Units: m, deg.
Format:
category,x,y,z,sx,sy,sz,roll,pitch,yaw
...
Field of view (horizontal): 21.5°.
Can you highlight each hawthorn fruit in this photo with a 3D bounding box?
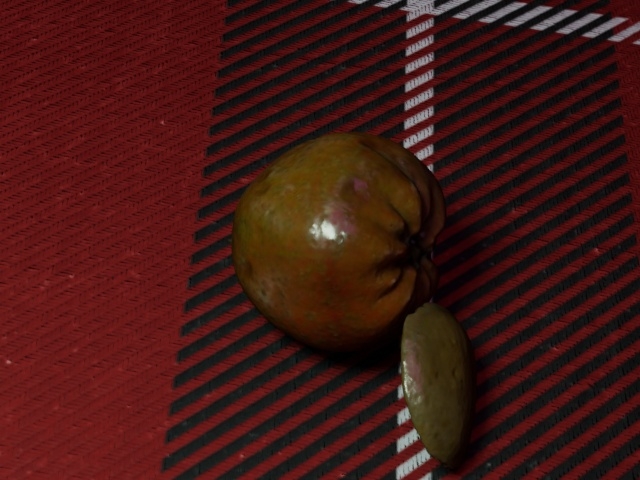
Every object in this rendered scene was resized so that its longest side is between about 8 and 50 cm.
category,x,y,z,sx,sy,sz,roll,pitch,yaw
hawthorn fruit,0.000,0.000,2.106,0.298,0.277,0.277,4,39,33

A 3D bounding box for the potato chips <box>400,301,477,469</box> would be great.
category,x,y,z,sx,sy,sz,roll,pitch,yaw
potato chips,0.153,0.170,2.036,0.049,0.150,0.202,-18,54,29
